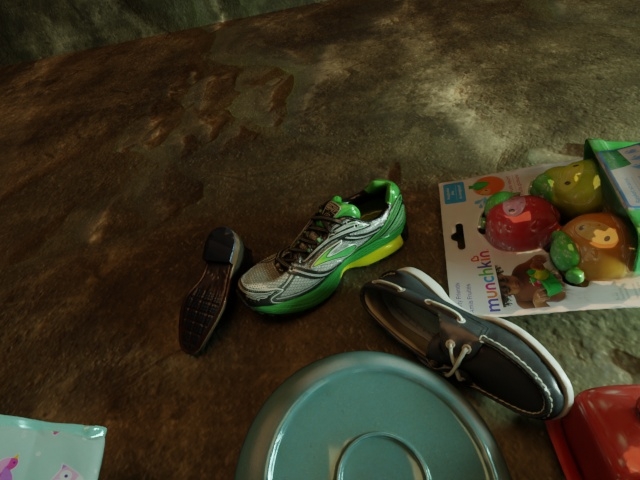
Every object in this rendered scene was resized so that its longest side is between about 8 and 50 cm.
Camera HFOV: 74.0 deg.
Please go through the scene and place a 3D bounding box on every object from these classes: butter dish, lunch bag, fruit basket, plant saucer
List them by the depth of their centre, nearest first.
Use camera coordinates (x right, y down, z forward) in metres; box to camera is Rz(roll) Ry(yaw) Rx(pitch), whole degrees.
[{"bbox_3d":[0.341,0.209,0.443,0.160,0.118,0.160,-6,31,10],"label":"butter dish"},{"bbox_3d":[-0.355,0.351,0.457,0.262,0.160,0.224,-47,36,29],"label":"lunch bag"},{"bbox_3d":[0.064,0.265,0.458,0.317,0.044,0.318,3,53,-4],"label":"plant saucer"},{"bbox_3d":[0.372,-0.033,0.664,0.352,0.166,0.327,-4,45,16],"label":"fruit basket"}]

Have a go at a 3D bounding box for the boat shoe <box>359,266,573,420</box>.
[{"bbox_3d":[0.171,0.137,0.571,0.091,0.115,0.302,-12,26,-32],"label":"boat shoe"}]

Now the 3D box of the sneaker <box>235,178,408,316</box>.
[{"bbox_3d":[0.000,0.000,0.741,0.343,0.146,0.134,-33,47,-17],"label":"sneaker"}]

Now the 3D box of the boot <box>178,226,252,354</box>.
[{"bbox_3d":[-0.174,0.095,0.754,0.082,0.106,0.219,13,78,21],"label":"boot"}]

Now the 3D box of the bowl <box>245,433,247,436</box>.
[{"bbox_3d":[-0.011,0.275,0.531,0.142,0.053,0.142,-25,44,-12],"label":"bowl"}]
